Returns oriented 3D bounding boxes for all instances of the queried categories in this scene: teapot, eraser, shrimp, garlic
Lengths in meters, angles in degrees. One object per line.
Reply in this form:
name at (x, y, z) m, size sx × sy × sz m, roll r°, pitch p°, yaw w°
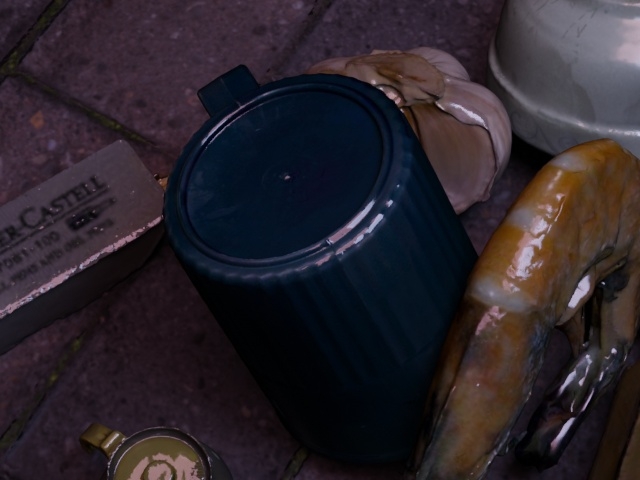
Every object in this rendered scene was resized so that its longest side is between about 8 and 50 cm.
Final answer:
teapot at (-0.156, 0.222, 1.489) m, size 0.165 × 0.119 × 0.130 m, roll 36°, pitch 68°, yaw 17°
eraser at (-0.312, 0.037, 1.604) m, size 0.352 × 0.077 × 0.111 m, roll -32°, pitch 69°, yaw -14°
shrimp at (0.181, 0.124, 1.442) m, size 0.085 × 0.272 × 0.445 m, roll 22°, pitch 81°, yaw 38°
garlic at (0.083, -0.117, 1.640) m, size 0.229 × 0.178 × 0.143 m, roll 13°, pitch 37°, yaw 12°

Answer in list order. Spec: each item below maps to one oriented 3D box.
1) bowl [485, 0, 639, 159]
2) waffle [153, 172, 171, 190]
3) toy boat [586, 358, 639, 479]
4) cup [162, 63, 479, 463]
bowl at (0.315, -0.211, 1.619) m, size 0.307 × 0.163 × 0.307 m, roll -4°, pitch 40°, yaw 4°
waffle at (-0.101, -0.085, 1.692) m, size 0.097 × 0.023 × 0.153 m, roll 34°, pitch 70°, yaw 14°
toy boat at (0.304, 0.241, 1.391) m, size 0.162 × 0.136 × 0.445 m, roll 32°, pitch 41°, yaw -1°
cup at (0.017, 0.000, 1.470) m, size 0.242 × 0.292 × 0.308 m, roll -9°, pitch 53°, yaw 18°
